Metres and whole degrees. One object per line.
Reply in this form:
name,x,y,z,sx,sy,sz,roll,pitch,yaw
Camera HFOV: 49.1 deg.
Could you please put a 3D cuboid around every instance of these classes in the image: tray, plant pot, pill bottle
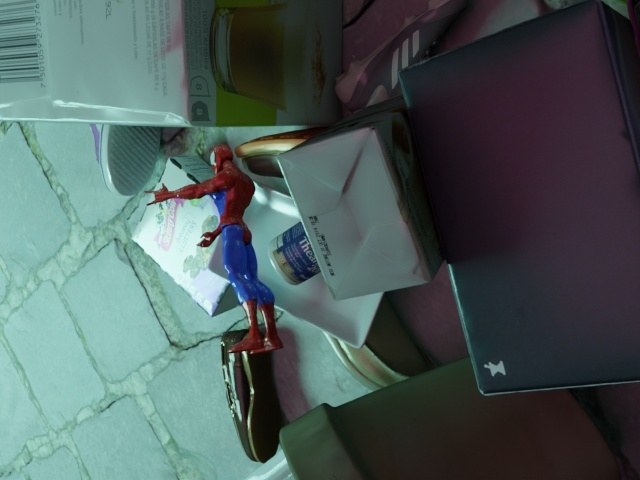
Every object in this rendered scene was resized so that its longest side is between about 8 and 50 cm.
tray,-0.024,0.023,0.924,0.270,0.030,0.145,24,95,31
plant pot,0.155,0.266,0.776,0.280,0.323,0.323,-35,78,-4
pill bottle,0.000,0.000,0.856,0.120,0.067,0.067,-32,81,22

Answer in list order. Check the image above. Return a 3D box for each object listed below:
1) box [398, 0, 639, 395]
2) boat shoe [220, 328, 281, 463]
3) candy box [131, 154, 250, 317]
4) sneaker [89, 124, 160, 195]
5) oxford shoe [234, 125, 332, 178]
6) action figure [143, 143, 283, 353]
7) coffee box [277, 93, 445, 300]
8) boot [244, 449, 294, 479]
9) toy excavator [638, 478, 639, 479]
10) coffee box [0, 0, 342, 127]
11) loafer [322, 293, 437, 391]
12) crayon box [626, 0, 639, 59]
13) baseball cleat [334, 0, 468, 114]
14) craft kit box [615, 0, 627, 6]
box,0.245,-0.043,0.672,0.182,0.294,0.296,-14,92,34
boat shoe,-0.112,0.240,1.090,0.073,0.073,0.207,-6,89,35
candy box,-0.180,-0.009,1.082,0.196,0.070,0.165,41,117,19
sneaker,-0.349,-0.210,1.144,0.161,0.102,0.282,-1,88,36
oxford shoe,0.043,-0.073,0.898,0.363,0.130,0.133,10,110,31
action figure,-0.141,0.013,0.920,0.139,0.091,0.280,-13,75,19
coffee box,0.072,-0.060,0.683,0.098,0.246,0.141,-14,105,28
boot,-0.037,0.385,1.036,0.258,0.095,0.123,-51,49,28
toy excavator,0.373,0.416,0.747,0.433,0.222,0.445,16,116,31
coffee box,-0.189,-0.314,0.872,0.338,0.334,0.338,6,102,30
loafer,0.056,0.103,0.935,0.268,0.102,0.092,43,124,19
crayon box,0.393,-0.199,0.493,0.313,0.106,0.363,-12,86,6
baseball cleat,0.115,-0.217,0.867,0.206,0.072,0.109,-32,96,37
craft kit box,0.332,-0.325,0.614,0.249,0.061,0.247,19,116,-12
